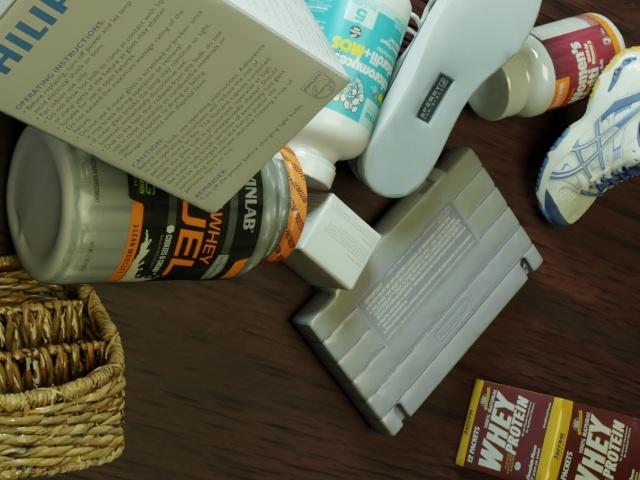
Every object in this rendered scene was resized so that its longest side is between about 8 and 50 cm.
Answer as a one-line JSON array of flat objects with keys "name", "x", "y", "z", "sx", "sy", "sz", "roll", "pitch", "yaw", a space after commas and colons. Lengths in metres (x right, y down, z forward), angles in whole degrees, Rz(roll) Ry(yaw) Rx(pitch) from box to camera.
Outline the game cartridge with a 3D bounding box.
[{"name": "game cartridge", "x": 0.137, "y": 0.064, "z": 2.017, "sx": 0.355, "sy": 0.068, "sz": 0.230, "roll": -46, "pitch": 113, "yaw": -22}]

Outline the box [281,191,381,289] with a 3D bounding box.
[{"name": "box", "x": 0.000, "y": 0.000, "z": 1.892, "sx": 0.101, "sy": 0.102, "sz": 0.087, "roll": 40, "pitch": 70, "yaw": -30}]

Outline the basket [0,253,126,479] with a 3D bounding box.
[{"name": "basket", "x": -0.364, "y": 0.134, "z": 1.591, "sx": 0.299, "sy": 0.213, "sz": 0.223, "roll": -1, "pitch": 95, "yaw": -34}]

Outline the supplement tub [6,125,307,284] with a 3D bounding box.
[{"name": "supplement tub", "x": -0.186, "y": -0.047, "z": 1.708, "sx": 0.316, "sy": 0.193, "sz": 0.194, "roll": -2, "pitch": 95, "yaw": -34}]

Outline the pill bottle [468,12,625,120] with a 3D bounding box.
[{"name": "pill bottle", "x": 0.315, "y": -0.242, "z": 2.071, "sx": 0.221, "sy": 0.121, "sz": 0.121, "roll": -19, "pitch": 105, "yaw": -31}]

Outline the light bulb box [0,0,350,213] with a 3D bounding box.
[{"name": "light bulb box", "x": -0.213, "y": -0.270, "z": 1.506, "sx": 0.225, "sy": 0.358, "sz": 0.361, "roll": -44, "pitch": 137, "yaw": 19}]

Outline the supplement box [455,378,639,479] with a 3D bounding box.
[{"name": "supplement box", "x": 0.334, "y": 0.290, "z": 2.086, "sx": 0.194, "sy": 0.191, "sz": 0.129, "roll": 17, "pitch": 84, "yaw": -33}]

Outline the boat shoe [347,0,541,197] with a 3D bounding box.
[{"name": "boat shoe", "x": 0.149, "y": -0.233, "z": 1.938, "sx": 0.136, "sy": 0.156, "sz": 0.367, "roll": 27, "pitch": 97, "yaw": -28}]

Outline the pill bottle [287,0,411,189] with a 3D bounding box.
[{"name": "pill bottle", "x": 0.011, "y": -0.202, "z": 1.855, "sx": 0.146, "sy": 0.146, "sz": 0.264, "roll": 23, "pitch": 82, "yaw": -33}]

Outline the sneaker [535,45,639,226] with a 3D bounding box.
[{"name": "sneaker", "x": 0.413, "y": -0.123, "z": 2.075, "sx": 0.112, "sy": 0.131, "sz": 0.296, "roll": -8, "pitch": 134, "yaw": -43}]
